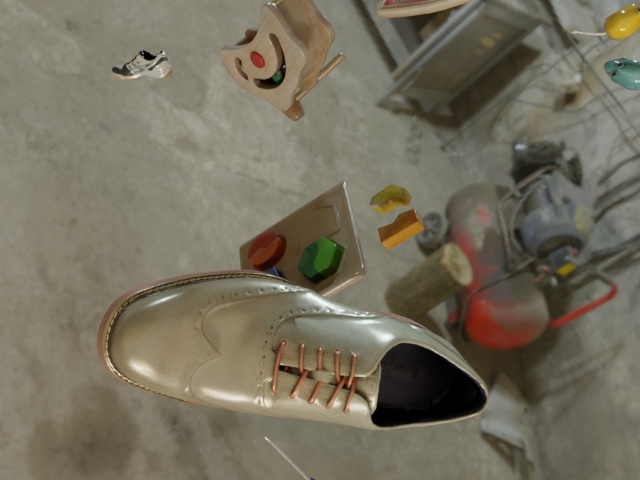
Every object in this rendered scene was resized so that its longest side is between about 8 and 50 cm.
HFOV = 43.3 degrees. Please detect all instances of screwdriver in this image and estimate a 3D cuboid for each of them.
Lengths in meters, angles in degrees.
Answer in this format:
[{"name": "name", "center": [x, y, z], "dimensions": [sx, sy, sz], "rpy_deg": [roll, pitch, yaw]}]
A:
[{"name": "screwdriver", "center": [-0.020, 0.299, 1.026], "dimensions": [0.024, 0.025, 0.170], "rpy_deg": [-53, 127, -27]}]

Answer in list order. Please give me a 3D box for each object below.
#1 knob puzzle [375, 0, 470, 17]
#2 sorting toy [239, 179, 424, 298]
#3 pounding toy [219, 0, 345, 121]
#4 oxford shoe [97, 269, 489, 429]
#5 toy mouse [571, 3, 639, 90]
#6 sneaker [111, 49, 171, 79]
[{"name": "knob puzzle", "center": [0.140, -0.275, 0.792], "dimensions": [0.030, 0.213, 0.213], "rpy_deg": [62, 27, -29]}, {"name": "sorting toy", "center": [0.000, 0.000, 1.186], "dimensions": [0.041, 0.307, 0.229], "rpy_deg": [45, 24, -34]}, {"name": "pounding toy", "center": [-0.056, -0.322, 1.332], "dimensions": [0.154, 0.269, 0.155], "rpy_deg": [42, 62, 6]}, {"name": "oxford shoe", "center": [-0.011, 0.112, 0.792], "dimensions": [0.397, 0.146, 0.140], "rpy_deg": [8, 92, -27]}, {"name": "toy mouse", "center": [0.444, -0.251, 1.086], "dimensions": [0.143, 0.161, 0.031], "rpy_deg": [64, 16, -8]}, {"name": "sneaker", "center": [-0.234, -0.231, 1.049], "dimensions": [0.032, 0.083, 0.037], "rpy_deg": [-71, 156, -55]}]
